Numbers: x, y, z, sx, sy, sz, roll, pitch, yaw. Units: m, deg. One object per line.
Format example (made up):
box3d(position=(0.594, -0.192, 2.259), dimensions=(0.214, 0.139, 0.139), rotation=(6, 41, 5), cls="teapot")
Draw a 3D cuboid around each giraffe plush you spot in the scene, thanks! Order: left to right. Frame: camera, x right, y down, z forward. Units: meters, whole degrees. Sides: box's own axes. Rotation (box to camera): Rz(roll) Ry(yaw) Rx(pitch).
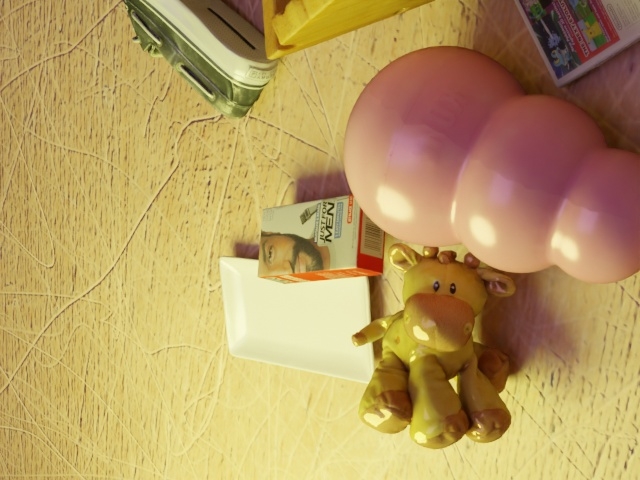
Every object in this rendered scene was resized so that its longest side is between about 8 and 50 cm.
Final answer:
box3d(position=(0.131, 0.095, 1.179), dimensions=(0.210, 0.182, 0.170), rotation=(-106, 19, -46), cls="giraffe plush")

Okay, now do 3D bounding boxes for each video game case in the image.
box3d(position=(0.244, -0.271, 1.044), dimensions=(0.183, 0.023, 0.201), rotation=(-32, 82, 60), cls="video game case")

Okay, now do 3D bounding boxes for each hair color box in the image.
box3d(position=(0.000, 0.000, 1.346), dimensions=(0.167, 0.053, 0.093), rotation=(-8, 73, 43), cls="hair color box")

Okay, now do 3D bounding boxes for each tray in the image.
box3d(position=(-0.028, 0.098, 1.440), dimensions=(0.270, 0.030, 0.145), rotation=(5, 104, 43), cls="tray")

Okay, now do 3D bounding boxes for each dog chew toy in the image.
box3d(position=(0.187, -0.062, 1.079), dimensions=(0.332, 0.207, 0.206), rotation=(27, 119, 28), cls="dog chew toy")

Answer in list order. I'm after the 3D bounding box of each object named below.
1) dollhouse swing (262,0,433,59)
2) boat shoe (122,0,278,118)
box3d(position=(0.072, -0.394, 0.991), dimensions=(0.347, 0.315, 0.304), rotation=(-20, 94, 63), cls="dollhouse swing")
box3d(position=(-0.199, -0.287, 1.435), dimensions=(0.335, 0.121, 0.119), rotation=(47, 125, 22), cls="boat shoe")
